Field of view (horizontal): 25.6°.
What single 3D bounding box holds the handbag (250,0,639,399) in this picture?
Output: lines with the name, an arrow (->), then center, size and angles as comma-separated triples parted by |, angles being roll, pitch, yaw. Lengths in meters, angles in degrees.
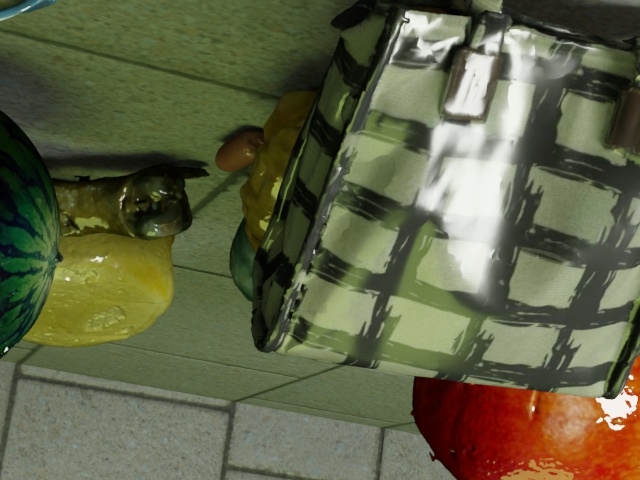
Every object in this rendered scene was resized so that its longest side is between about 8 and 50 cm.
handbag -> 0.135, -0.039, 1.102 | 0.325, 0.162, 0.327 | 9, 129, -14

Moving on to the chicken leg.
chicken leg -> -0.337, -0.029, 1.638 | 0.429, 0.153, 0.201 | -4, -159, 10

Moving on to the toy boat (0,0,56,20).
toy boat -> -0.295, -0.216, 1.036 | 0.215, 0.088, 0.102 | 18, 159, -30

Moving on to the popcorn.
popcorn -> 0.041, -0.046, 1.318 | 0.250, 0.190, 0.250 | -2, 148, -1

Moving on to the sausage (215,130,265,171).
sausage -> -0.084, -0.095, 1.492 | 0.034, 0.034, 0.083 | 14, 163, -24

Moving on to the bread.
bread -> -0.321, 0.037, 1.836 | 0.270, 0.148, 0.270 | -7, 150, -4

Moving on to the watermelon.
watermelon -> -0.436, -0.010, 1.409 | 0.363, 0.363, 0.363 | 7, 165, 2

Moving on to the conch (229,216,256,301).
conch -> 0.000, 0.000, 1.580 | 0.220, 0.195, 0.277 | -29, 123, 20

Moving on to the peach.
peach -> 0.285, 0.160, 1.649 | 0.370, 0.370, 0.370 | 7, 165, 2
